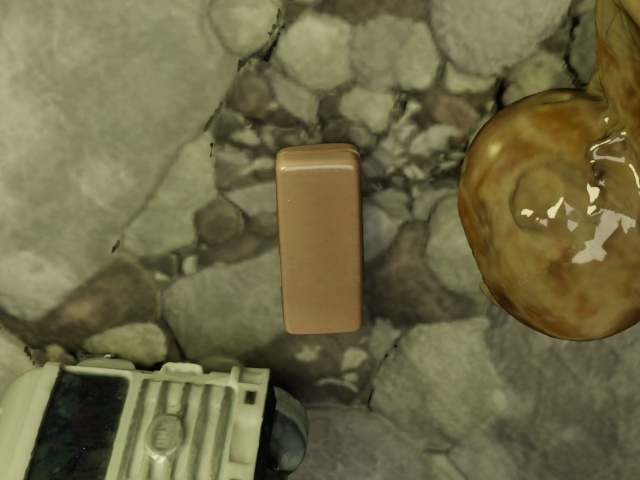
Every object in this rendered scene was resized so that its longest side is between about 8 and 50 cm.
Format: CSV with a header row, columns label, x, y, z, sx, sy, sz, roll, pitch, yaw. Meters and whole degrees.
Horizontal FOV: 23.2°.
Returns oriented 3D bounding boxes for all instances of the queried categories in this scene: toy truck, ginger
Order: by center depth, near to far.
label,x,y,z,sx,sy,sz,roll,pitch,yaw
ginger,0.260,-0.061,0.770,0.375,0.176,0.256,-5,141,-6
toy truck,-0.127,0.249,0.920,0.207,0.173,0.387,8,125,-1

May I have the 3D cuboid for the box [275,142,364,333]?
label,x,y,z,sx,sy,sz,roll,pitch,yaw
box,0.000,0.000,0.857,0.048,0.025,0.115,-2,123,1
